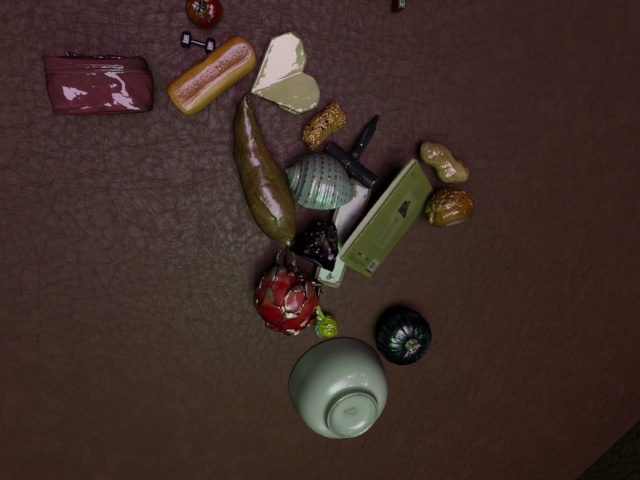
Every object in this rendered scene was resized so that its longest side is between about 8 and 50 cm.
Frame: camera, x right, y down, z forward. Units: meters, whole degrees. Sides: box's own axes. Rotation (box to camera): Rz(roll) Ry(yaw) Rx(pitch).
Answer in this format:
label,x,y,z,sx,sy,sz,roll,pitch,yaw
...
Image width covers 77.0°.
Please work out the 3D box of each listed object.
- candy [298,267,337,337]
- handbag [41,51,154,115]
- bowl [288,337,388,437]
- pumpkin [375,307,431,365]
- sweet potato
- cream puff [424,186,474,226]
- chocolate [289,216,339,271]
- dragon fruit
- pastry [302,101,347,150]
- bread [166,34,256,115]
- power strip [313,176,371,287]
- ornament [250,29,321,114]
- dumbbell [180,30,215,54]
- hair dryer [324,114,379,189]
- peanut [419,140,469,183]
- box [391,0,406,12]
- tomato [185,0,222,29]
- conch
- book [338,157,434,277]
label,x,y,z,sx,sy,sz,roll,pitch,yaw
candy,-0.018,0.205,1.298,0.077,0.073,0.262,-20,106,18
handbag,-0.510,-0.365,0.937,0.225,0.146,0.135,-5,112,-11
bowl,0.081,0.528,1.356,0.354,0.185,0.353,-4,109,-13
pumpkin,0.284,0.330,1.371,0.202,0.140,0.201,-6,111,-15
sweet potato,-0.160,-0.178,1.101,0.131,0.130,0.422,-18,110,-8
cream puff,0.401,-0.106,1.261,0.150,0.165,0.115,-18,80,16
chocolate,0.000,0.000,1.157,0.156,0.156,0.133,25,90,-20
dragon fruit,-0.100,0.162,1.191,0.193,0.192,0.274,-25,114,-29
pastry,0.007,-0.322,1.136,0.140,0.056,0.080,-38,120,-7
bread,-0.271,-0.416,1.021,0.239,0.074,0.092,-38,101,-2
power strip,0.069,-0.038,1.239,0.092,0.066,0.387,14,105,-12
ornament,-0.105,-0.431,1.073,0.180,0.059,0.201,-23,109,-5
dumbbell,-0.305,-0.494,1.007,0.083,0.040,0.035,9,74,-17
hair dryer,0.137,-0.269,1.166,0.173,0.050,0.195,42,82,4
peanut,0.379,-0.238,1.244,0.193,0.089,0.089,36,96,-17
box,0.212,-0.664,1.079,0.023,0.051,0.082,-4,109,-15
tomato,-0.281,-0.558,0.974,0.087,0.075,0.087,0,114,0
conch,0.004,-0.177,1.111,0.200,0.172,0.131,-4,120,-2
book,0.208,-0.052,1.219,0.352,0.035,0.239,-53,146,2
